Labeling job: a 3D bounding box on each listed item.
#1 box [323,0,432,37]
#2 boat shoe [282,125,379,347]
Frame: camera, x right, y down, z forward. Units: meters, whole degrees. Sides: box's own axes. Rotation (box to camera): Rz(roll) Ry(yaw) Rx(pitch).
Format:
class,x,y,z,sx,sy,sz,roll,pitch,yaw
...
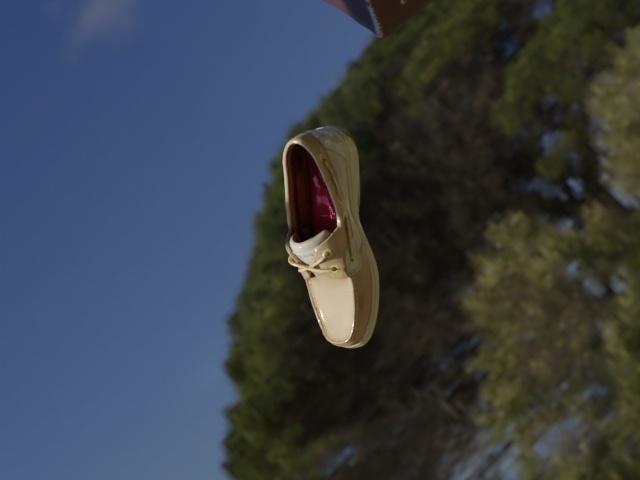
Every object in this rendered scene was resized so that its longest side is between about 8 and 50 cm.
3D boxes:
class,x,y,z,sx,sy,sz,roll,pitch,yaw
box,0.004,-0.224,0.690,0.168,0.203,0.167,-38,-42,-13
boat shoe,0.000,0.000,1.289,0.063,0.170,0.059,-9,1,38
